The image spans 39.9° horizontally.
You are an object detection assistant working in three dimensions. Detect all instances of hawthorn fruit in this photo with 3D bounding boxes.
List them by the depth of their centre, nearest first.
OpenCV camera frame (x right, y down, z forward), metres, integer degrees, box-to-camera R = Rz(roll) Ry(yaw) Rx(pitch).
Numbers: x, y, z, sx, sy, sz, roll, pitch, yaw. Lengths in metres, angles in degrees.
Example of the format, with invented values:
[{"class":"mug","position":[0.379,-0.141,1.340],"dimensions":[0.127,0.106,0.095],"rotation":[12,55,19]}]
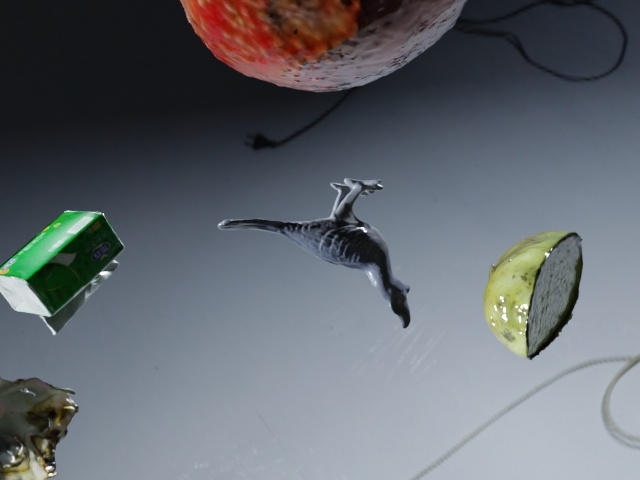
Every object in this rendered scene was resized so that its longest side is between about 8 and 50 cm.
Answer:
[{"class":"hawthorn fruit","position":[-0.004,-0.189,0.537],"dimensions":[0.205,0.253,0.205],"rotation":[0,88,-13]}]

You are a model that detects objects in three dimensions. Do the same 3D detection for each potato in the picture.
[{"class":"potato","position":[0.308,0.066,1.323],"dimensions":[0.111,0.160,0.272],"rotation":[9,20,31]}]

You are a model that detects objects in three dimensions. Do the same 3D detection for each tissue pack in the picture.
[{"class":"tissue pack","position":[-0.502,0.062,1.736],"dimensions":[0.148,0.156,0.209],"rotation":[5,43,40]}]

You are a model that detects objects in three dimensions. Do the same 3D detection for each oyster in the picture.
[{"class":"oyster","position":[-0.604,0.351,1.615],"dimensions":[0.107,0.355,0.201],"rotation":[-10,79,30]}]

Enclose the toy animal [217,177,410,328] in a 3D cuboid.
[{"class":"toy animal","position":[0.031,-0.022,1.523],"dimensions":[0.367,0.081,0.205],"rotation":[28,72,1]}]
